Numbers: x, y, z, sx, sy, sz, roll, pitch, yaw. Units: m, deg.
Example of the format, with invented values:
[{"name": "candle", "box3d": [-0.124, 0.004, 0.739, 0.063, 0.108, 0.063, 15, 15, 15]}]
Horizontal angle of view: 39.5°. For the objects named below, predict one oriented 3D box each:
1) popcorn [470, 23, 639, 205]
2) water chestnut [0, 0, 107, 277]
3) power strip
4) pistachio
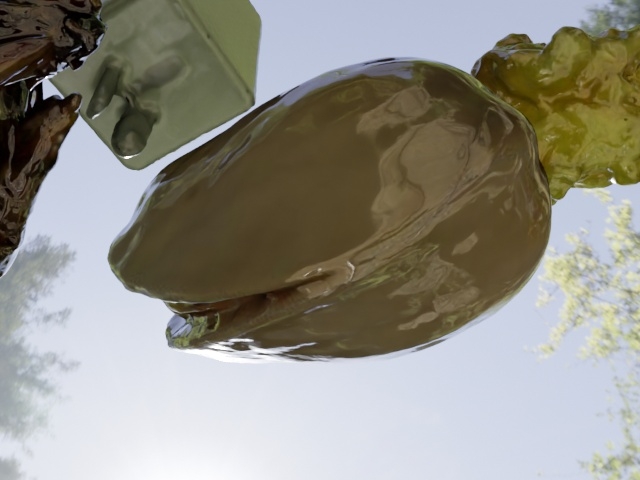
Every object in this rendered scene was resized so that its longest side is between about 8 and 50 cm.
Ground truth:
[{"name": "popcorn", "box3d": [0.200, -0.107, 0.754, 0.197, 0.197, 0.156, -20, -87, -1]}, {"name": "water chestnut", "box3d": [-0.264, -0.094, 0.489, 0.244, 0.289, 0.289, -12, -72, -29]}, {"name": "power strip", "box3d": [-0.142, -0.159, 0.760, 0.140, 0.224, 0.139, -25, -55, 17]}, {"name": "pistachio", "box3d": [0.000, 0.000, 0.514, 0.288, 0.197, 0.166, -24, -76, 37]}]
